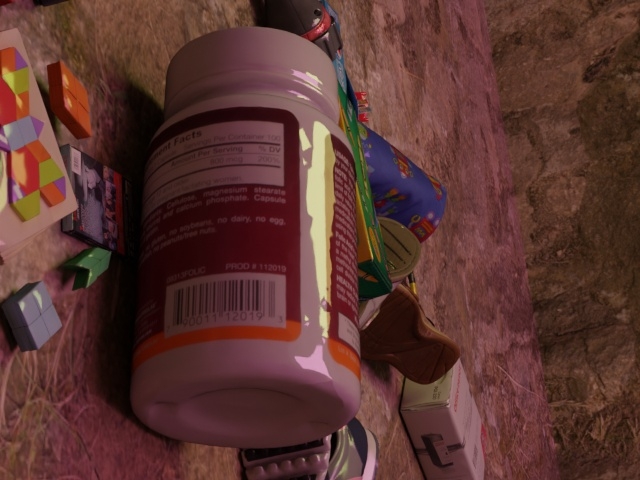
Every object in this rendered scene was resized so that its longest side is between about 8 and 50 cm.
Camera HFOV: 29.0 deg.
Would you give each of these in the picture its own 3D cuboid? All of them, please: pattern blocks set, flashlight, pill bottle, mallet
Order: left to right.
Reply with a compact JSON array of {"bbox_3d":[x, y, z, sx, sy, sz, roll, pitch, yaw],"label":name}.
[{"bbox_3d":[-0.263,-0.087,1.031,0.285,0.026,0.324,-68,141,-55],"label":"pattern blocks set"},{"bbox_3d":[-0.073,-0.006,1.260,0.224,0.224,0.392,51,34,-55],"label":"pill bottle"},{"bbox_3d":[-0.064,-0.379,1.707,0.103,0.103,0.304,-58,136,-41],"label":"flashlight"},{"bbox_3d":[0.165,0.083,2.232,0.062,0.039,0.189,20,56,-67],"label":"mallet"}]

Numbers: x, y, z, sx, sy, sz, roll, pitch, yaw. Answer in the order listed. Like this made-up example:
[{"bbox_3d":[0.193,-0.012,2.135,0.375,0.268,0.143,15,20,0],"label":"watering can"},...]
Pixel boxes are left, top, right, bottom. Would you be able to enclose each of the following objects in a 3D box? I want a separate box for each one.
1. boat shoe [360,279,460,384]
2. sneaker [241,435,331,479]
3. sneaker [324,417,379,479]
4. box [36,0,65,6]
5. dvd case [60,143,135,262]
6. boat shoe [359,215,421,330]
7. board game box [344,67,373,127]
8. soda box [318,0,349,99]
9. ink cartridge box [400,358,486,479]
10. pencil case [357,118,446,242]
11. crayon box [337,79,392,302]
[{"bbox_3d":[0.100,0.112,1.926,0.342,0.123,0.123,37,14,-49],"label":"boat shoe"},{"bbox_3d":[-0.035,0.185,1.467,0.118,0.110,0.292,58,26,-67],"label":"sneaker"},{"bbox_3d":[-0.006,0.333,1.485,0.131,0.112,0.319,46,31,-35],"label":"sneaker"},{"bbox_3d":[-0.178,-0.331,1.122,0.059,0.233,0.183,-66,142,-64],"label":"box"},{"bbox_3d":[-0.213,-0.034,1.192,0.119,0.013,0.087,37,45,-65],"label":"dvd case"},{"bbox_3d":[0.038,0.062,1.692,0.113,0.103,0.302,40,36,8],"label":"boat shoe"},{"bbox_3d":[0.050,-0.198,1.914,0.168,0.033,0.133,-107,-162,-44],"label":"board game box"},{"bbox_3d":[-0.003,-0.247,1.851,0.067,0.071,0.210,30,52,-69],"label":"soda box"},{"bbox_3d":[0.217,0.318,2.149,0.158,0.092,0.217,-74,149,-55],"label":"ink cartridge box"},{"bbox_3d":[0.063,-0.091,1.792,0.306,0.133,0.119,32,36,-48],"label":"pencil case"},{"bbox_3d":[-0.026,-0.047,1.451,0.081,0.165,0.278,54,21,-54],"label":"crayon box"}]
